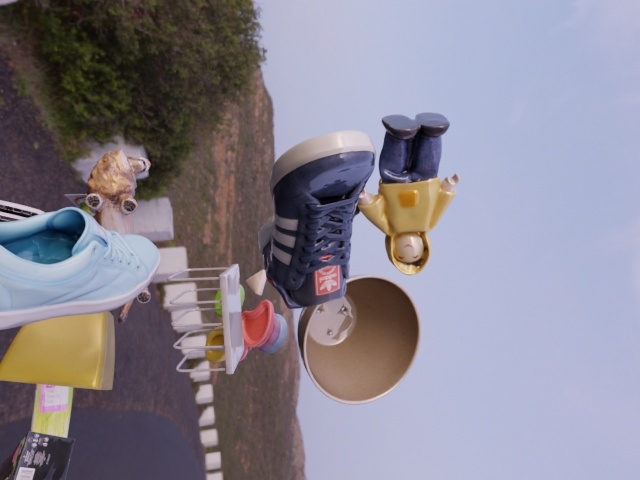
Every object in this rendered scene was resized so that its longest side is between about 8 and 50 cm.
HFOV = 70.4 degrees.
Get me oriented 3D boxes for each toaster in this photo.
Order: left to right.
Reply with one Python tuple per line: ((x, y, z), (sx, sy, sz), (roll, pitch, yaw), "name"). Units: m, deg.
((-0.787, -0.010, 1.130), (0.146, 0.227, 0.129), (-53, -142, 27), "toaster")

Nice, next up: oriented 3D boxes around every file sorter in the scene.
((-0.330, 0.224, 1.323), (0.193, 0.173, 0.278), (-87, 174, -84), "file sorter")

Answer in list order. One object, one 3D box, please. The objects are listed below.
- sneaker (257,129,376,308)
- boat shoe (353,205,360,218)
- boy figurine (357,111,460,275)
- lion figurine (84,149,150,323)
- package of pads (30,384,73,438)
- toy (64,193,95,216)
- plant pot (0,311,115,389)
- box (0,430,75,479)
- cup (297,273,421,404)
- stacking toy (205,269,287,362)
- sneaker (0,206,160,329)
((0.000, 0.000, 0.592), (0.350, 0.131, 0.148), (118, -42, -66), "sneaker")
((0.070, -0.082, 1.051), (0.133, 0.042, 0.049), (128, -30, -67), "boat shoe")
((0.143, -0.068, 0.771), (0.092, 0.177, 0.285), (-100, -172, -59), "boy figurine")
((-0.489, -0.021, 1.103), (0.240, 0.142, 0.392), (-151, -116, -64), "lion figurine")
((-0.847, 0.519, 1.428), (0.229, 0.101, 0.297), (-6, -100, 58), "package of pads")
((-0.671, -0.097, 1.371), (0.237, 0.136, 0.056), (166, -83, -72), "toy")
((-0.606, 0.253, 1.094), (0.212, 0.212, 0.187), (134, -36, -66), "plant pot")
((-0.322, 0.263, 0.504), (0.083, 0.052, 0.062), (-45, -145, 25), "box")
((0.070, 0.236, 1.237), (0.237, 0.331, 0.331), (-164, -108, -67), "cup")
((-0.239, 0.270, 1.553), (0.309, 0.130, 0.280), (-22, -126, 31), "stacking toy")
((-0.346, 0.023, 0.671), (0.150, 0.135, 0.366), (-46, 174, 18), "sneaker")
